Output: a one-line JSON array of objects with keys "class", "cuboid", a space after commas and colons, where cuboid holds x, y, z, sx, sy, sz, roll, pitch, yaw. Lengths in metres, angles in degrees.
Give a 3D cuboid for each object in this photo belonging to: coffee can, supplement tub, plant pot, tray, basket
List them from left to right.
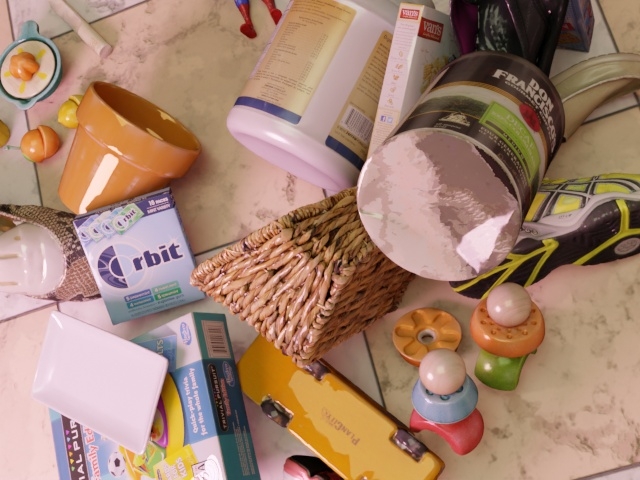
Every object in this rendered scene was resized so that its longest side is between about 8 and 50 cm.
[{"class": "tray", "cuboid": [-0.327, 0.206, 1.357, 0.270, 0.030, 0.145, 15, 90, 37]}, {"class": "plant pot", "cuboid": [-0.331, -0.128, 1.500, 0.205, 0.205, 0.188, 40, 105, 21]}, {"class": "basket", "cuboid": [0.000, 0.000, 1.283, 0.223, 0.299, 0.213, 35, 120, 21]}, {"class": "supplement tub", "cuboid": [0.022, -0.257, 1.403, 0.228, 0.228, 0.316, 26, 84, 20]}, {"class": "coffee can", "cuboid": [0.187, -0.103, 1.171, 0.202, 0.275, 0.201, 13, 125, 19]}]

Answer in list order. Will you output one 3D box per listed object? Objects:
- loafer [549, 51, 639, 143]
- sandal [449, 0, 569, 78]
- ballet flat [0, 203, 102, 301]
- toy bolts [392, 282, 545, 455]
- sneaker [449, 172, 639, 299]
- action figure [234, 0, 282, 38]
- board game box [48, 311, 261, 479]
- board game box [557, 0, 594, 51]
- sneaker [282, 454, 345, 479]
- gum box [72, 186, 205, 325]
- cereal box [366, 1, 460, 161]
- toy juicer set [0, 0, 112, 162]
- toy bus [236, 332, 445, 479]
[{"class": "loafer", "cuboid": [0.365, -0.196, 1.363, 0.269, 0.102, 0.092, -20, 73, 21]}, {"class": "sandal", "cuboid": [0.248, -0.292, 1.259, 0.168, 0.107, 0.445, 12, 111, 36]}, {"class": "ballet flat", "cuboid": [-0.554, 0.009, 1.522, 0.483, 0.182, 0.163, 16, 106, 19]}, {"class": "toy bolts", "cuboid": [0.177, 0.148, 1.248, 0.218, 0.158, 0.228, 17, 51, 25]}, {"class": "sneaker", "cuboid": [0.354, -0.045, 1.303, 0.385, 0.145, 0.147, -15, 54, 3]}, {"class": "action figure", "cuboid": [-0.154, -0.503, 1.570, 0.092, 0.139, 0.280, -24, 68, 8]}, {"class": "board game box", "cuboid": [-0.263, 0.281, 1.368, 0.336, 0.079, 0.253, -25, 69, 30]}, {"class": "board game box", "cuboid": [0.330, -0.348, 1.378, 0.194, 0.194, 0.060, 6, 78, 37]}, {"class": "sneaker", "cuboid": [0.061, 0.434, 1.293, 0.314, 0.116, 0.136, 28, 95, 27]}, {"class": "gum box", "cuboid": [-0.285, 0.026, 1.453, 0.157, 0.041, 0.184, -17, 108, 0]}, {"class": "cereal box", "cuboid": [0.152, -0.215, 1.348, 0.047, 0.173, 0.240, 19, 102, 34]}, {"class": "toy juicer set", "cuboid": [-0.491, -0.294, 1.633, 0.209, 0.089, 0.328, 22, 83, 20]}, {"class": "toy bus", "cuboid": [0.023, 0.259, 1.321, 0.333, 0.130, 0.108, 36, 87, 21]}]
